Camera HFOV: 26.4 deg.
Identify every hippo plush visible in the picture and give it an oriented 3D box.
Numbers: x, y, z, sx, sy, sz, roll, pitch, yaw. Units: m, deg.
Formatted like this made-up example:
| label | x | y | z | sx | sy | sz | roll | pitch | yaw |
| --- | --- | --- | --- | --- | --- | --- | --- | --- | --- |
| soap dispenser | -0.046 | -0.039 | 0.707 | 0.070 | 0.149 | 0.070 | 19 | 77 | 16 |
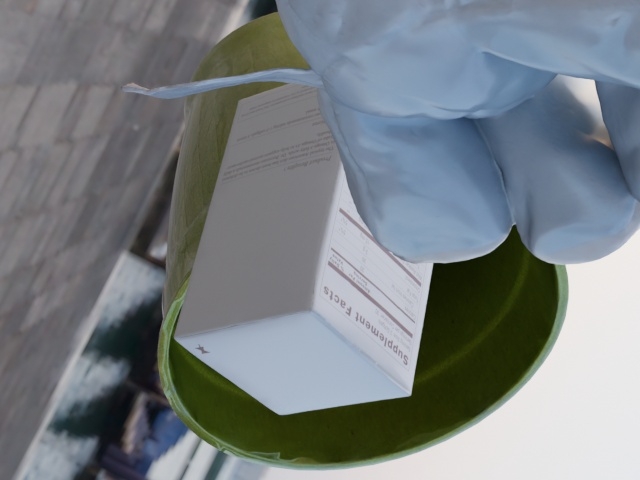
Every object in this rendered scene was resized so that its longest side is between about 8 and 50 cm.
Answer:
| label | x | y | z | sx | sy | sz | roll | pitch | yaw |
| --- | --- | --- | --- | --- | --- | --- | --- | --- | --- |
| hippo plush | 0.074 | -0.139 | 0.630 | 0.234 | 0.294 | 0.237 | 98 | -1 | -59 |

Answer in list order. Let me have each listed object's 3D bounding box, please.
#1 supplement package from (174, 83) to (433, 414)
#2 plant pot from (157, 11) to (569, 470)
| label | x | y | z | sx | sy | sz | roll | pitch | yaw |
| --- | --- | --- | --- | --- | --- | --- | --- | --- | --- |
| supplement package | 0.000 | 0.000 | 0.832 | 0.105 | 0.105 | 0.179 | -13 | -129 | 36 |
| plant pot | 0.008 | -0.033 | 1.314 | 0.353 | 0.366 | 0.366 | -105 | -148 | -45 |
